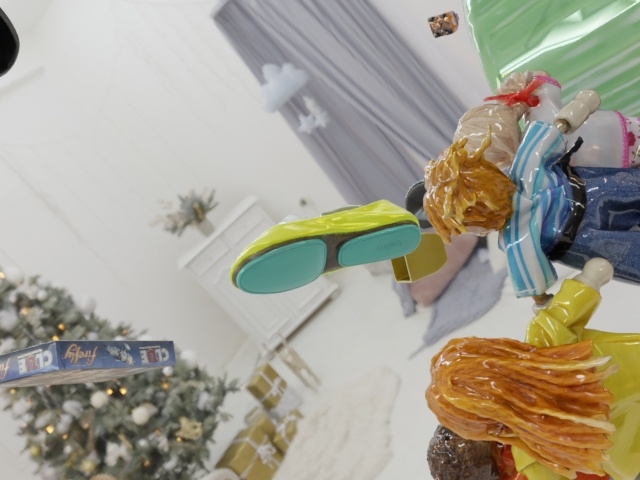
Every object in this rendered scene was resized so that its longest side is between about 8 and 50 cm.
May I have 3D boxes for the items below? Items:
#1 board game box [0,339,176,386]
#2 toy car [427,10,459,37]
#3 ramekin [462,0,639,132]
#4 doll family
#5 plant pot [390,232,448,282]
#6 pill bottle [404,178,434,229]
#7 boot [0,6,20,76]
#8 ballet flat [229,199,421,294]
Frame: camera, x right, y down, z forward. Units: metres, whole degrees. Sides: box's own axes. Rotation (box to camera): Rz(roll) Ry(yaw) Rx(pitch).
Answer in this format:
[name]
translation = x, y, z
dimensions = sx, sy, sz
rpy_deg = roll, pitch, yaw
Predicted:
[board game box]
translation = -0.361, 0.186, 1.100
dimensions = 0.165, 0.042, 0.243
rpy_deg = -17, -15, 26
[toy car]
translation = 0.176, -0.369, 1.119
dimensions = 0.040, 0.122, 0.060
rpy_deg = -30, 0, -18
[ramekin]
translation = 0.243, -0.136, 0.573
dimensions = 0.148, 0.303, 0.303
rpy_deg = -28, 18, 31
[doll family]
translation = 0.124, 0.020, 0.344
dimensions = 0.118, 0.163, 0.263
rpy_deg = 128, 150, -74
[plant pot]
translation = 0.172, 0.024, 1.261
dimensions = 0.083, 0.081, 0.081
rpy_deg = -14, 0, -13
[pill bottle]
translation = 0.312, -0.099, 1.809
dimensions = 0.122, 0.123, 0.219
rpy_deg = -32, -11, 36
[boot]
translation = -0.474, -0.317, 0.755
dimensions = 0.118, 0.222, 0.338
rpy_deg = -62, -26, -11
[ballet flat]
translation = 0.000, 0.000, 0.796
dimensions = 0.230, 0.077, 0.077
rpy_deg = -13, 46, -23
